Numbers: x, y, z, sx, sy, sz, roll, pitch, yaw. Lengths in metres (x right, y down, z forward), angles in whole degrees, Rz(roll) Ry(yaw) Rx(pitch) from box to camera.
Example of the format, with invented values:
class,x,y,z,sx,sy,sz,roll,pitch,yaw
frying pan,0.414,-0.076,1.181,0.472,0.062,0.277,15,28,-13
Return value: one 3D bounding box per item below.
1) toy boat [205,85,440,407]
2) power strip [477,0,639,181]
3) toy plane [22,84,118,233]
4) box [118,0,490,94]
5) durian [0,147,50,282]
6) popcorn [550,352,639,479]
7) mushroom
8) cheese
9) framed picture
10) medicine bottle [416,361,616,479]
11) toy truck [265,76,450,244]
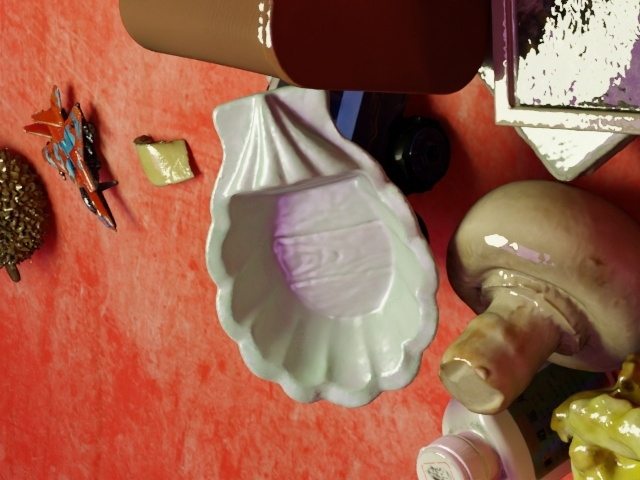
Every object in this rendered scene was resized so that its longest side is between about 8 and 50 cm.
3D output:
class,x,y,z,sx,sy,sz,roll,pitch,yaw
toy boat,0.000,0.000,1.423,0.199,0.100,0.290,-12,109,12
power strip,0.227,-0.178,1.345,0.213,0.064,0.198,-41,77,40
toy plane,-0.290,-0.093,1.987,0.189,0.061,0.130,54,141,3
box,-0.010,-0.303,1.347,0.229,0.239,0.339,15,103,48
durian,-0.446,-0.026,2.123,0.196,0.167,0.196,27,138,28
popcorn,0.327,0.188,1.312,0.293,0.293,0.237,-36,66,52
mushroom,0.200,0.047,1.397,0.206,0.209,0.206,8,127,11
cheese,-0.183,-0.092,1.878,0.084,0.041,0.060,1,111,49
framed picture,0.233,-0.241,1.267,0.240,0.020,0.324,9,108,37
medicine bottle,0.181,0.171,1.485,0.078,0.219,0.115,-19,96,52
toy truck,0.007,-0.060,1.551,0.161,0.177,0.213,2,72,44
